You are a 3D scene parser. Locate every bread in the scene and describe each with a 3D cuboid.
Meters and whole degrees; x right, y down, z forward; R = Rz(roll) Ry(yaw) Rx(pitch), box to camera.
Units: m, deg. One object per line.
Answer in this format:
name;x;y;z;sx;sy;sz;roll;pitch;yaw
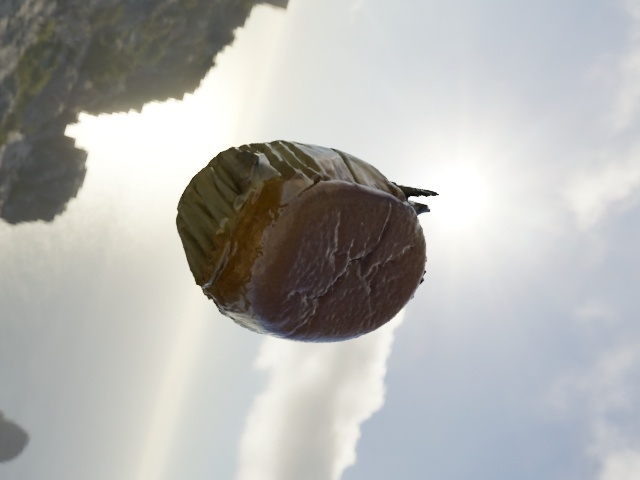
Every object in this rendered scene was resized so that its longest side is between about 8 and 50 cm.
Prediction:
bread;-0.006;0.010;1.209;0.183;0.389;0.236;48;-64;35
